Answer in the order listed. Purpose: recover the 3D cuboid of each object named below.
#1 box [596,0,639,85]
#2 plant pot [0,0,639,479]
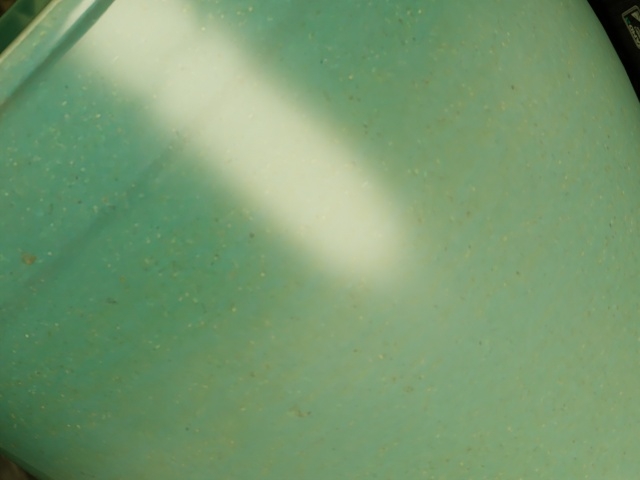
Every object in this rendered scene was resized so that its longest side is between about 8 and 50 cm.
[{"bbox_3d":[0.232,-0.147,0.617,0.295,0.073,0.293,-28,92,-10],"label":"box"},{"bbox_3d":[0.000,0.000,0.596,0.271,0.272,0.255,-45,103,6],"label":"plant pot"}]
